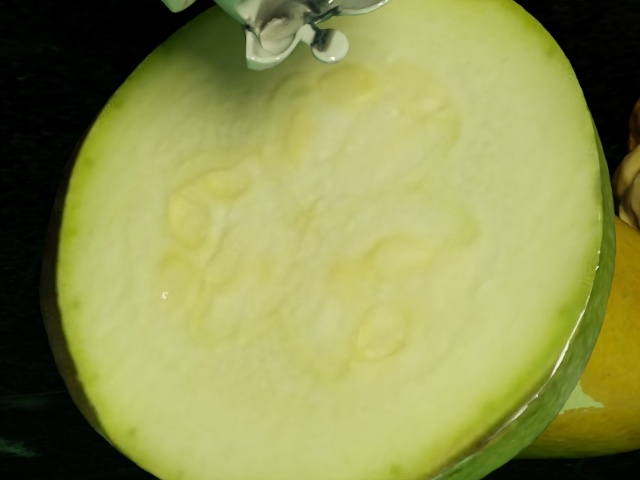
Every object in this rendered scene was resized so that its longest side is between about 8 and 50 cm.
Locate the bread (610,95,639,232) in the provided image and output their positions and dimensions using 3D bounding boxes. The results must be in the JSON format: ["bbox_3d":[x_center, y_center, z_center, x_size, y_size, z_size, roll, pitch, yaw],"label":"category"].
[{"bbox_3d":[0.256,-0.028,0.820,0.198,0.120,0.236,-17,153,30],"label":"bread"}]

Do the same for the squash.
[{"bbox_3d":[0.000,0.000,0.686,0.252,0.252,0.049,-10,155,17],"label":"squash"}]

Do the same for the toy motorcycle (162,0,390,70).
[{"bbox_3d":[-0.035,-0.136,0.553,0.150,0.102,0.221,11,158,1],"label":"toy motorcycle"}]

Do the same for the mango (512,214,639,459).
[{"bbox_3d":[0.042,0.031,0.810,0.317,0.173,0.211,6,163,44],"label":"mango"}]
